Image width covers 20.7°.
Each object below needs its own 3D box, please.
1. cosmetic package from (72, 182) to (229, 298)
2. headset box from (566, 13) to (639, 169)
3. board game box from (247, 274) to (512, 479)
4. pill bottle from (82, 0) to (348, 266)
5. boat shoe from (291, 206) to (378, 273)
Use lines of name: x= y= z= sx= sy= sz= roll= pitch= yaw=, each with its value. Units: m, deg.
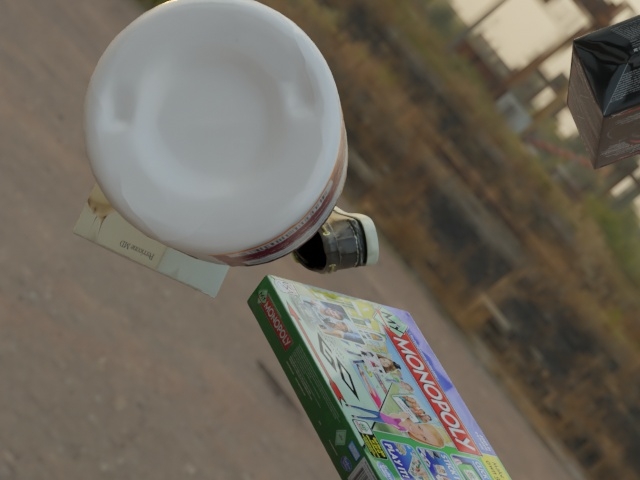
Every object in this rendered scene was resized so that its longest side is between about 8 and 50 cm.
cosmetic package: x=-0.140 y=-0.109 z=2.027 sx=0.160 sy=0.309 sz=0.113 roll=20 pitch=-7 yaw=40
headset box: x=0.435 y=-0.201 z=2.238 sx=0.293 sy=0.218 sz=0.110 roll=61 pitch=9 yaw=-76
board game box: x=0.069 y=0.173 z=1.843 sx=0.213 sy=0.046 sz=0.317 roll=15 pitch=30 yaw=-38
pill bottle: x=-0.085 y=-0.090 z=1.661 sx=0.224 sy=0.224 sz=0.392 roll=51 pitch=-1 yaw=3
boat shoe: x=0.000 y=0.000 z=2.154 sx=0.228 sy=0.069 sz=0.081 roll=-179 pitch=-100 yaw=-71
